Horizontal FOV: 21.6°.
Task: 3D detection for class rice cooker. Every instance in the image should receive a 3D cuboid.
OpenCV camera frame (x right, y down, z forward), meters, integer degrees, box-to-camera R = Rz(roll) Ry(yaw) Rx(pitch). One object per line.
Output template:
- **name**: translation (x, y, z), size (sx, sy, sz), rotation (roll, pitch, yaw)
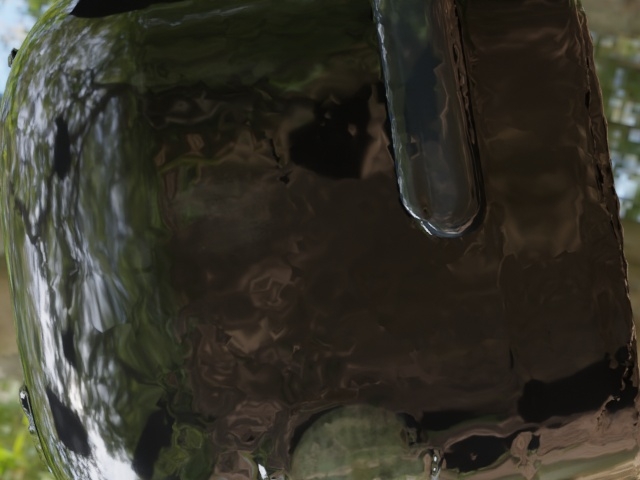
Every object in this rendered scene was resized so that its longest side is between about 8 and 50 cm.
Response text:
- **rice cooker**: translation (0.000, 0.000, 0.651), size (0.267, 0.224, 0.267), rotation (-8, -90, -85)
